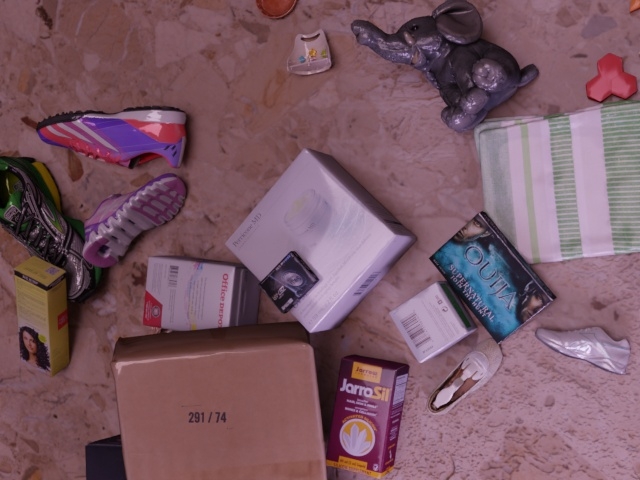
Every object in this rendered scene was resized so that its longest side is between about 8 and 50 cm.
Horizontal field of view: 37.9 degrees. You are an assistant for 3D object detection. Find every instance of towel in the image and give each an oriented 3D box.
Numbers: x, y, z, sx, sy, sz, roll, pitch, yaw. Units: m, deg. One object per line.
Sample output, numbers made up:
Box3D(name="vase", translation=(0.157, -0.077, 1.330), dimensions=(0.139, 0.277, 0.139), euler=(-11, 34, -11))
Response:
Box3D(name="towel", translation=(0.417, -0.094, 1.492), dimensions=(0.324, 0.038, 0.248), euler=(-7, 90, 23))

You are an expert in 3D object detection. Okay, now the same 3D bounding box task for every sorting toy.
Box3D(name="sorting toy", translation=(-0.016, -0.341, 1.673), dimensions=(0.083, 0.045, 0.075), euler=(-8, 78, 21))

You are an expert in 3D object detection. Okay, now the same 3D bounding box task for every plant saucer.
Box3D(name="plant saucer", translation=(-0.080, -0.449, 1.713), dimensions=(0.083, 0.013, 0.084), euler=(-1, 89, 21))

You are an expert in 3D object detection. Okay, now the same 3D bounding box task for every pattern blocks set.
Box3D(name="pattern blocks set", translation=(0.601, -0.313, 1.448), dimensions=(0.285, 0.026, 0.325), euler=(32, 99, 18))

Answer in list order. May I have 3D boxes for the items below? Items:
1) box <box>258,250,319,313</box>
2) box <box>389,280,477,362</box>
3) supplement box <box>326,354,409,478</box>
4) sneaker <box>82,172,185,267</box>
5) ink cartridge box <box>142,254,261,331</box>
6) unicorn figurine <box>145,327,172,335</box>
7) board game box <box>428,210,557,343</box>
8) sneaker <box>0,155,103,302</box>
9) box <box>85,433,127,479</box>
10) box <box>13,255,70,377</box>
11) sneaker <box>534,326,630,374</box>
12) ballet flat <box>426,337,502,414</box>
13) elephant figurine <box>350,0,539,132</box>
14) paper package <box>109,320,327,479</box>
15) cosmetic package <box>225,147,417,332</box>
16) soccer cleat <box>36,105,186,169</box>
Box3D(name="box", translation=(-0.053, 0.069, 1.540), dimensions=(0.083, 0.018, 0.067), euler=(-45, 75, 15))
Box3D(name="box", translation=(0.190, 0.134, 1.556), dimensions=(0.102, 0.087, 0.101), euler=(-34, 77, 16))
Box3D(name="supplement box", translation=(0.080, 0.298, 1.596), dimensions=(0.104, 0.081, 0.188), euler=(9, 91, 21))
Box3D(name="sneaker", translation=(-0.365, -0.058, 1.774), dimensions=(0.236, 0.095, 0.105), euler=(-38, 46, 7))
Box3D(name="ink cartridge box", translation=(-0.210, 0.099, 1.685), dimensions=(0.176, 0.127, 0.128), euler=(7, 92, 21))
Box3D(name="unicorn figurine", translation=(-0.285, 0.233, 1.754), dimensions=(0.111, 0.060, 0.162), euler=(-40, 60, 15))
Box3D(name="board game box", translation=(0.282, 0.061, 1.537), dimensions=(0.186, 0.026, 0.126), euler=(51, 120, 12))
Box3D(name="sneaker", translation=(-0.552, -0.018, 1.807), dimensions=(0.134, 0.146, 0.344), euler=(-42, 77, 14))
Box3D(name="box", translation=(-0.324, 0.498, 1.709), dimensions=(0.165, 0.143, 0.271), euler=(-4, 87, 20))
Box3D(name="box", translation=(-0.533, 0.149, 1.786), dimensions=(0.087, 0.058, 0.232), euler=(22, 126, 20))
Box3D(name="sneaker", translation=(0.421, 0.164, 1.493), dimensions=(0.152, 0.053, 0.061), euler=(19, 86, 14))
Box3D(name="ballet flat", translation=(0.241, 0.233, 1.553), dimensions=(0.057, 0.052, 0.168), euler=(44, 103, 16))
Box3D(name="elephant figurine", translation=(0.202, -0.309, 1.514), dimensions=(0.169, 0.186, 0.239), euler=(-45, 75, 17))
Box3D(name="paper package", translation=(-0.161, 0.304, 1.534), dimensions=(0.324, 0.168, 0.310), euler=(-6, 98, -4))
Box3D(name="cosmetic package", translation=(0.000, 0.000, 1.606), dimensions=(0.224, 0.138, 0.224), euler=(44, 103, 17))
Box3D(name="soccer cleat", translation=(-0.405, -0.190, 1.782), dimensions=(0.318, 0.108, 0.117), euler=(-1, 92, 18))
